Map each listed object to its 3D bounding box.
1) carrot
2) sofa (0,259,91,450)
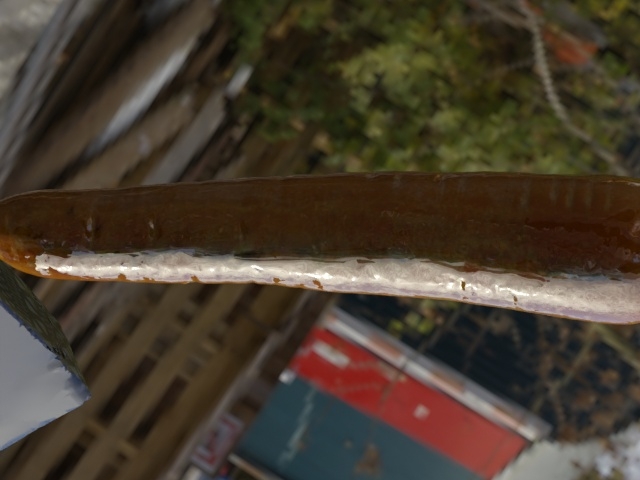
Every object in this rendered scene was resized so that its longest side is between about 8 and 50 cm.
[{"bbox_3d":[0.000,0.000,0.436,0.037,0.190,0.037,2,90,-79],"label":"carrot"},{"bbox_3d":[-0.125,0.029,0.551,0.060,0.039,0.118,-33,148,-1],"label":"sofa"}]
